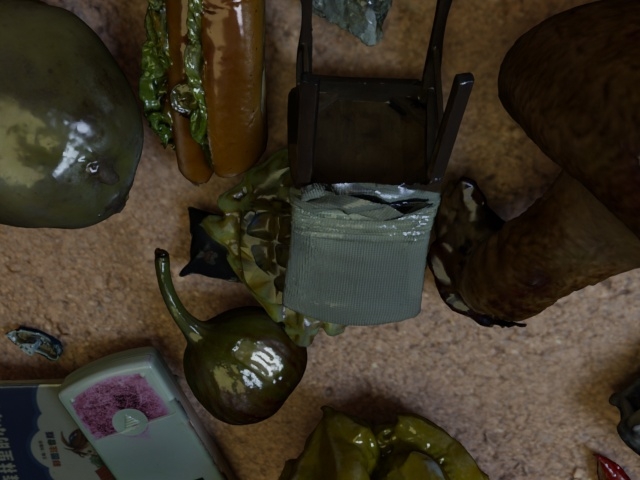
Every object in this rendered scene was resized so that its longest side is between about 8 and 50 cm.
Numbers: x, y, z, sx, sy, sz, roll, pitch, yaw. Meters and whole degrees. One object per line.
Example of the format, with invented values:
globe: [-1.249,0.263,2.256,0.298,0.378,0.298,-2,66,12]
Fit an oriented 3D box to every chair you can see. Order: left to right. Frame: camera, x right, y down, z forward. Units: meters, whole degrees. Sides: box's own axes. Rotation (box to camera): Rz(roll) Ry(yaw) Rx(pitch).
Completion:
chair: [0.044,-0.077,0.712,0.160,0.186,0.319,1,143,-2]

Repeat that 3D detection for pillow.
pillow: [-0.091,0.015,0.873,0.150,0.048,0.090,10,126,4]

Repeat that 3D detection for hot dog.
hot dog: [-0.116,-0.203,0.722,0.135,0.100,0.337,25,125,34]

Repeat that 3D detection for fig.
fig: [-0.122,0.110,0.860,0.149,0.149,0.245,-27,123,24]

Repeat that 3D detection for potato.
potato: [-0.337,-0.139,0.754,0.327,0.221,0.243,10,110,22]

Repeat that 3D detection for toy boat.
toy boat: [-0.398,0.144,1.017,0.083,0.038,0.038,22,119,0]

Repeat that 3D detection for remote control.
remote control: [-0.219,0.300,1.019,0.145,0.050,0.344,-19,116,7]

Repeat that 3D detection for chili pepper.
chili pepper: [0.403,0.368,0.940,0.051,0.059,0.267,-30,107,-16]

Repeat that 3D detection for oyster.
oyster: [0.011,-0.278,0.695,0.177,0.064,0.125,35,123,-6]

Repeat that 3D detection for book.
book: [-0.353,0.291,1.048,0.323,0.018,0.228,-2,117,-2]

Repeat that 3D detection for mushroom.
mushroom: [0.250,-0.037,0.629,0.356,0.334,0.331,-22,109,12]

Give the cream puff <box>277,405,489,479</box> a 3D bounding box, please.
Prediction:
cream puff: [0.102,0.334,0.892,0.325,0.291,0.257,2,88,28]

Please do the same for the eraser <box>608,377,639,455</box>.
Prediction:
eraser: [0.499,0.245,0.824,0.332,0.101,0.155,37,117,-8]

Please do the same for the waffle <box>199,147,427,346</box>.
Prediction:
waffle: [0.000,0.000,0.811,0.204,0.054,0.223,-36,99,7]
